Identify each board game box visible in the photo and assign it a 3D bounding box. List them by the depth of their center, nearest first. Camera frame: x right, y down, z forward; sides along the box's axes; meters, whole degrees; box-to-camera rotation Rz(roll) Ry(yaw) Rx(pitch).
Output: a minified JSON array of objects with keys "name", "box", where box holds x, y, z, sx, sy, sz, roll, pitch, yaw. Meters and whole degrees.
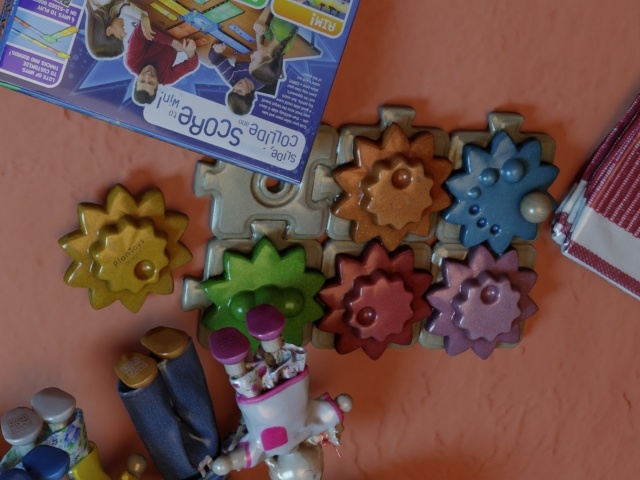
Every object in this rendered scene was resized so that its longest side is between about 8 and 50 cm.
[{"name":"board game box","box":[-0.084,-0.127,0.983,0.201,0.035,0.136,19,90,-24]}]

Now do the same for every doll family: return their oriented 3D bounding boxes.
[{"name":"doll family","box":[-0.109,0.149,1.065,0.263,0.118,0.163,-32,125,-24]}]

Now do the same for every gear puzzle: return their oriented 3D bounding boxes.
[{"name":"gear puzzle","box":[0.000,0.000,1.073,0.338,0.044,0.175,1,110,-20]}]

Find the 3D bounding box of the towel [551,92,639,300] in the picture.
[{"name":"towel","box":[0.333,-0.085,1.165,0.237,0.037,0.329,29,100,-29]}]
